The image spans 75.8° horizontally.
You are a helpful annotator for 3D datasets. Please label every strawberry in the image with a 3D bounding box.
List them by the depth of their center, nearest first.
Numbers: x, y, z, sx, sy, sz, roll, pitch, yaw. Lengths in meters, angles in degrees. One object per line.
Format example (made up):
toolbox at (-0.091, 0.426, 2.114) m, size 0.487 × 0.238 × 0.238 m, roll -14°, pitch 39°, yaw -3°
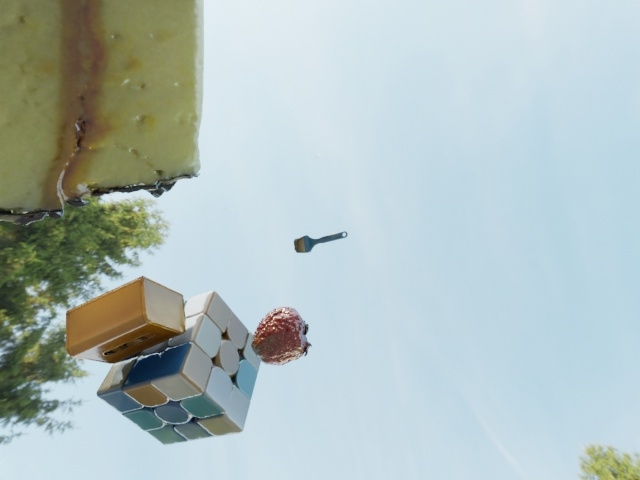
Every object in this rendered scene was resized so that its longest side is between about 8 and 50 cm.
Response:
strawberry at (-0.072, 0.166, 0.712) m, size 0.106 × 0.106 × 0.106 m, roll 0°, pitch -88°, yaw 10°

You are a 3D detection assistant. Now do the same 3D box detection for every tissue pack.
tissue pack at (-0.570, 0.245, 1.221) m, size 0.274 × 0.194 × 0.145 m, roll -24°, pitch -118°, yaw 10°

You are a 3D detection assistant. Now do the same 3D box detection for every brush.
brush at (0.000, 0.000, 1.161) m, size 0.164 × 0.014 × 0.051 m, roll -15°, pitch -103°, yaw 19°

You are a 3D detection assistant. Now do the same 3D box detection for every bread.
bread at (-0.311, -0.186, 0.514) m, size 0.242 × 0.345 × 0.405 m, roll -12°, pitch -97°, yaw 50°

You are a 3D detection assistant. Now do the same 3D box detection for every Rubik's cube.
Rubik's cube at (-0.445, 0.433, 1.393) m, size 0.346 × 0.347 × 0.344 m, roll -20°, pitch -58°, yaw 19°

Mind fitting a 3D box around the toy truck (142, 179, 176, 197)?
toy truck at (-0.439, -0.193, 1.084) m, size 0.113 × 0.208 × 0.126 m, roll 37°, pitch -117°, yaw -28°
